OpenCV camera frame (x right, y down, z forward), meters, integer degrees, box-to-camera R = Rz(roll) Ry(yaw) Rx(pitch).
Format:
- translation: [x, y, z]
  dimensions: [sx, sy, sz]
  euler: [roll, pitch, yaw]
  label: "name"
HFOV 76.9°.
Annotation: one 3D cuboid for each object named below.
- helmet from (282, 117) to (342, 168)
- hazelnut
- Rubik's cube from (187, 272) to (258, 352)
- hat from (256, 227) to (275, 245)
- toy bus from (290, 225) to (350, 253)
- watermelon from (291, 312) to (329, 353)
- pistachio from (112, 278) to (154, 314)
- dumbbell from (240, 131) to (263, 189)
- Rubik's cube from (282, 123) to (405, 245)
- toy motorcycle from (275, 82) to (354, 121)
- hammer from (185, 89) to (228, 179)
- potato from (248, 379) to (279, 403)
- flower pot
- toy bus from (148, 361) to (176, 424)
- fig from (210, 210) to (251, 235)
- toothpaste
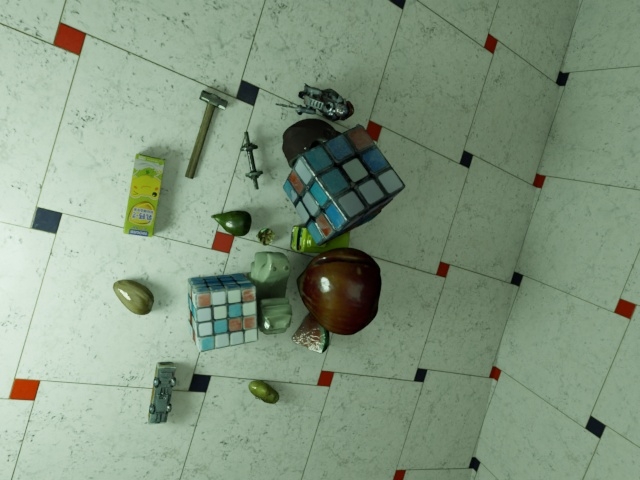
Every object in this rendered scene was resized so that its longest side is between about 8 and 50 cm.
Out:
- translation: [-0.044, -0.452, 1.821]
  dimensions: [0.305, 0.225, 0.177]
  euler: [-28, 79, -25]
  label: "helmet"
- translation: [0.100, 0.245, 1.861]
  dimensions: [0.402, 0.429, 0.402]
  euler: [3, 60, -5]
  label: "hazelnut"
- translation: [-0.423, 0.296, 1.728]
  dimensions: [0.259, 0.256, 0.253]
  euler: [-3, 100, -25]
  label: "Rubik's cube"
- translation: [-0.258, -0.023, 1.867]
  dimensions: [0.077, 0.059, 0.076]
  euler: [-46, 131, -6]
  label: "hat"
- translation: [0.000, 0.000, 1.945]
  dimensions: [0.262, 0.150, 0.128]
  euler: [4, 95, -27]
  label: "toy bus"
- translation: [-0.036, 0.457, 2.030]
  dimensions: [0.202, 0.136, 0.207]
  euler: [-21, 93, -28]
  label: "watermelon"
- translation: [-0.758, 0.228, 1.641]
  dimensions: [0.185, 0.126, 0.108]
  euler: [53, 32, -20]
  label: "pistachio"
- translation: [-0.303, -0.349, 1.775]
  dimensions: [0.082, 0.082, 0.253]
  euler: [-15, 105, -24]
  label: "dumbbell"
- translation: [0.087, -0.228, 1.767]
  dimensions: [0.362, 0.359, 0.363]
  euler: [-27, 80, -27]
  label: "Rubik's cube"
- translation: [-0.004, -0.617, 1.812]
  dimensions: [0.401, 0.207, 0.134]
  euler: [7, 120, -26]
  label: "toy motorcycle"
- translation: [-0.496, -0.434, 1.691]
  dimensions: [0.111, 0.043, 0.365]
  euler: [17, 93, -29]
  label: "hammer"
- translation: [-0.272, 0.746, 1.972]
  dimensions: [0.188, 0.105, 0.085]
  euler: [49, 58, -37]
  label: "potato"
- translation: [-0.226, 0.223, 1.816]
  dimensions: [0.165, 0.254, 0.367]
  euler: [-3, 99, -26]
  label: "flower pot"
- translation: [-0.686, 0.655, 1.746]
  dimensions: [0.092, 0.106, 0.268]
  euler: [8, 98, -27]
  label: "toy bus"
- translation: [-0.392, -0.082, 1.771]
  dimensions: [0.178, 0.117, 0.117]
  euler: [13, 93, -17]
  label: "fig"
- translation: [-0.703, -0.178, 1.607]
  dimensions: [0.110, 0.077, 0.327]
  euler: [9, 95, -28]
  label: "toothpaste"
